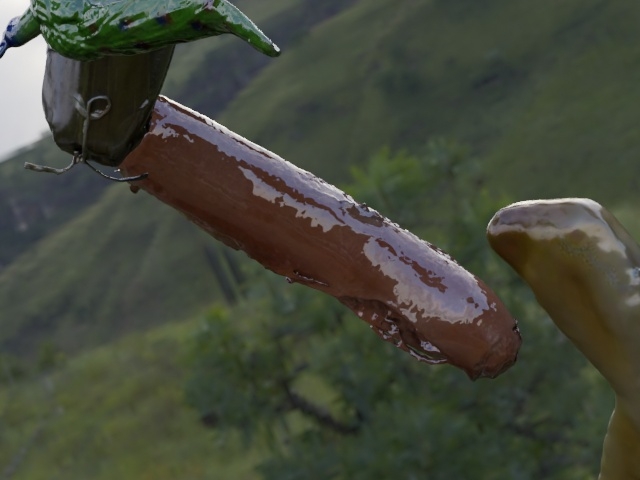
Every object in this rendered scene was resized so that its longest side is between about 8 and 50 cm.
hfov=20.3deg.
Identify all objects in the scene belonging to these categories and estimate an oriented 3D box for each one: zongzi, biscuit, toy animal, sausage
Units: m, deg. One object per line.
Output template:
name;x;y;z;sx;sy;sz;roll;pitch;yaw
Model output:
zongzi;-0.125;-0.138;1.146;0.084;0.187;0.184;9;8;4
biscuit;0.177;0.071;0.875;0.164;0.208;0.047;-1;27;44
toy animal;-0.075;-0.111;0.759;0.041;0.075;0.217;27;-13;-38
sausage;0.000;-0.001;1.272;0.079;0.326;0.087;-59;3;17
